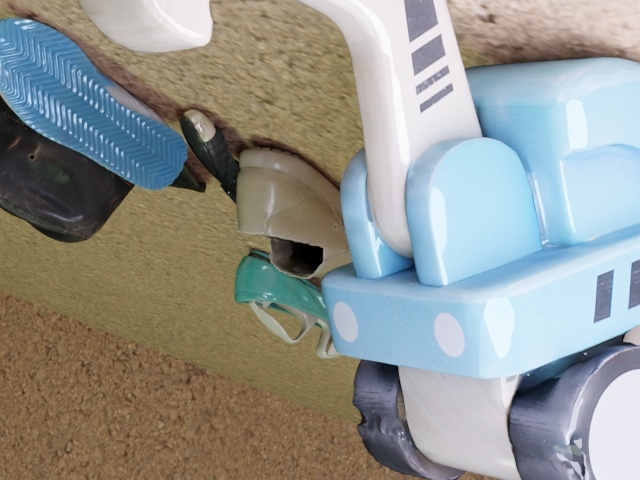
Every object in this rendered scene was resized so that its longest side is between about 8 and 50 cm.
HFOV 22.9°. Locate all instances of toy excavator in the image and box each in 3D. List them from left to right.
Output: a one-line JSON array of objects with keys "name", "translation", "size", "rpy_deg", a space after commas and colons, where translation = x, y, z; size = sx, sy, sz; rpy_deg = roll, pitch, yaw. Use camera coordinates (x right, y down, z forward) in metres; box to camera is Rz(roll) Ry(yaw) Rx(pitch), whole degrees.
[{"name": "toy excavator", "translation": [0.083, -0.052, 0.959], "size": [0.433, 0.445, 0.222], "rpy_deg": [-17, -170, -31]}]

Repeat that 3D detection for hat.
[{"name": "hat", "translation": [-0.296, -0.078, 1.702], "size": [0.331, 0.134, 0.331], "rpy_deg": [23, 167, 6]}]

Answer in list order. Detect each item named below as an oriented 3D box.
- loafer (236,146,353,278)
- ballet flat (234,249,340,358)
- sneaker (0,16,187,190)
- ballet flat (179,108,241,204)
[{"name": "loafer", "translation": [0.000, 0.000, 1.565], "size": [0.102, 0.092, 0.268], "rpy_deg": [11, 163, 46]}, {"name": "ballet flat", "translation": [-0.005, 0.101, 2.019], "size": [0.247, 0.087, 0.083], "rpy_deg": [27, 167, -16]}, {"name": "sneaker", "translation": [-0.231, -0.128, 1.478], "size": [0.228, 0.087, 0.092], "rpy_deg": [41, 174, -36]}, {"name": "ballet flat", "translation": [-0.091, -0.083, 1.537], "size": [0.057, 0.049, 0.173], "rpy_deg": [49, 178, 33]}]
